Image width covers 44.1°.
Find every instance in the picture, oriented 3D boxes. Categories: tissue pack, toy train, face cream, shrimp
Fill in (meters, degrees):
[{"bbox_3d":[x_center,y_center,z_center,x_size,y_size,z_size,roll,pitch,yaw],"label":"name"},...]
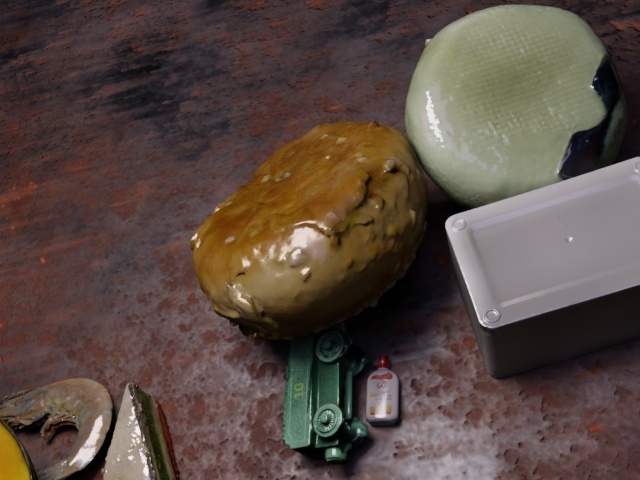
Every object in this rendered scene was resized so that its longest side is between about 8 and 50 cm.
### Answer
[{"bbox_3d":[0.283,0.032,0.903,0.246,0.136,0.159,-17,55,7],"label":"tissue pack"},{"bbox_3d":[0.002,0.180,0.937,0.099,0.070,0.172,-16,54,28],"label":"toy train"},{"bbox_3d":[0.074,0.178,0.945,0.040,0.021,0.083,-6,57,16],"label":"face cream"},{"bbox_3d":[-0.370,0.255,1.020,0.219,0.046,0.152,-9,54,11],"label":"shrimp"}]

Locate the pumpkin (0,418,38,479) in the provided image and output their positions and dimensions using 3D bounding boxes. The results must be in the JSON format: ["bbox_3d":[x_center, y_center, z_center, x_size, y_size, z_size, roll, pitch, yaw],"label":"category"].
[{"bbox_3d":[-0.405,0.297,0.936,0.312,0.148,0.169,8,65,27],"label":"pumpkin"}]

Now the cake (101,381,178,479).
[{"bbox_3d":[-0.192,0.283,0.922,0.116,0.086,0.220,2,60,19],"label":"cake"}]

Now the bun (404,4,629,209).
[{"bbox_3d":[0.241,-0.153,1.018,0.283,0.179,0.283,0,74,1],"label":"bun"}]

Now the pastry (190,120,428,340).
[{"bbox_3d":[0.000,0.000,0.966,0.284,0.184,0.316,3,45,49],"label":"pastry"}]
